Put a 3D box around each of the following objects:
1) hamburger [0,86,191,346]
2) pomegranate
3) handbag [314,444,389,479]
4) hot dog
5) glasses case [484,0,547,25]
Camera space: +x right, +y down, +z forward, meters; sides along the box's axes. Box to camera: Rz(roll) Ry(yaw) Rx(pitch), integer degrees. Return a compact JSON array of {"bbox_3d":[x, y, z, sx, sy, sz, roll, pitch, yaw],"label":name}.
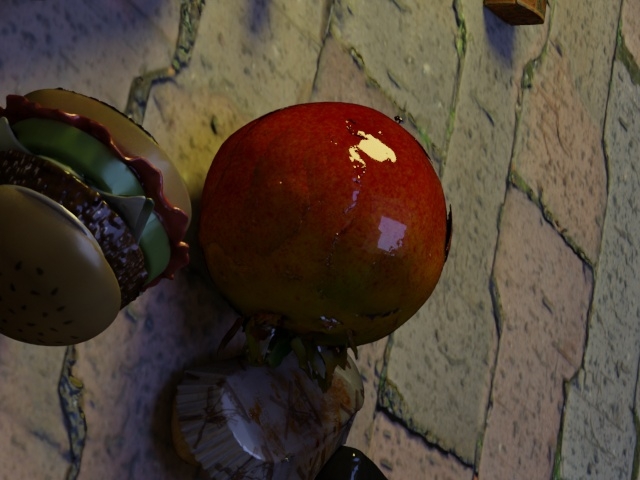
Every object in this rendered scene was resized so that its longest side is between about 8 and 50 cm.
[{"bbox_3d":[-0.179,-0.004,1.300,0.137,0.175,0.175,-58,139,-33],"label":"hamburger"},{"bbox_3d":[0.000,0.000,1.588,0.210,0.210,0.235,34,68,-57],"label":"pomegranate"},{"bbox_3d":[0.015,0.341,1.750,0.244,0.088,0.275,49,46,-54],"label":"handbag"},{"bbox_3d":[-0.038,0.144,1.637,0.131,0.069,0.253,60,28,3],"label":"hot dog"},{"bbox_3d":[0.227,-0.351,2.138,0.075,0.049,0.218,26,69,-59],"label":"glasses case"}]
